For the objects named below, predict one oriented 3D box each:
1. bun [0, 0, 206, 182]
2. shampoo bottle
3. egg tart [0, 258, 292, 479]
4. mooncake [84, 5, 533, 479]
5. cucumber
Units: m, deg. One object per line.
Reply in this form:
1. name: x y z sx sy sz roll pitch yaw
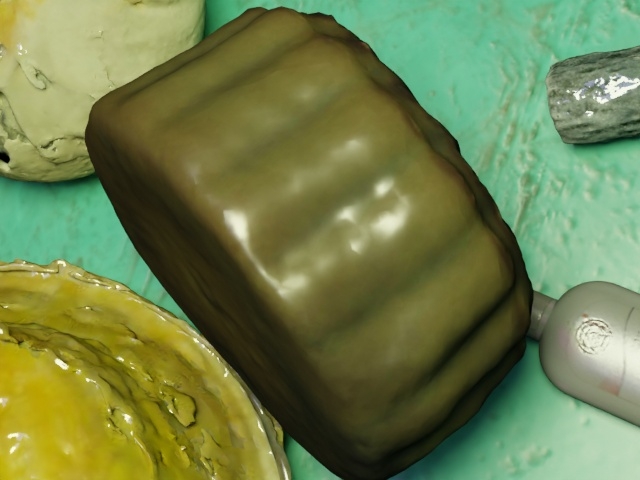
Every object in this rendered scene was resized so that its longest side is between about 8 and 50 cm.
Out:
1. bun: -0.223 -0.157 1.031 0.287 0.287 0.146 -10 31 16
2. shampoo bottle: 0.185 0.068 0.961 0.165 0.040 0.080 24 88 21
3. egg tart: -0.223 0.195 0.940 0.443 0.178 0.443 -1 64 1
4. mooncake: 0.000 0.000 0.904 0.161 0.290 0.290 -38 68 -13
5. cucumber: 0.208 -0.100 0.980 0.112 0.064 0.064 -10 75 16
